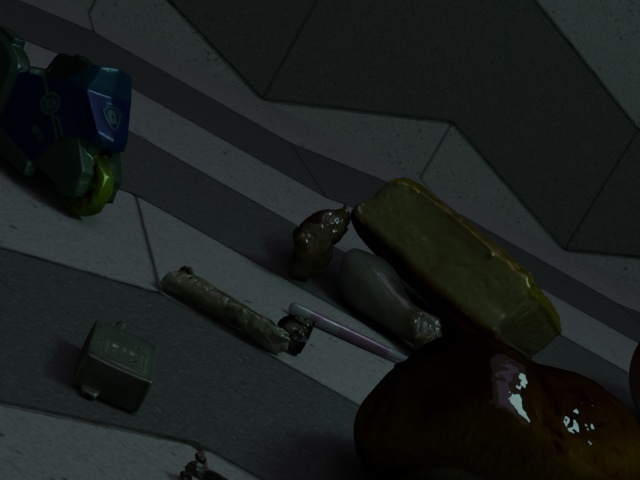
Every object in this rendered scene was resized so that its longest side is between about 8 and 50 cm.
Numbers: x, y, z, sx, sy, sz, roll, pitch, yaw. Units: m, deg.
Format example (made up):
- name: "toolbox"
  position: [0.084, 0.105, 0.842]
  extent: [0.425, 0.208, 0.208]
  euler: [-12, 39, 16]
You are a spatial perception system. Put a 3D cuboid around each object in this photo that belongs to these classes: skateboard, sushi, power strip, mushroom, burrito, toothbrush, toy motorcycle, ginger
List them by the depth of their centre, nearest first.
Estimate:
- name: "skateboard"
  position: [-0.095, 0.239, 1.283]
  extent: [0.064, 0.032, 0.083]
  euler: [36, 7, -21]
- name: "power strip"
  position: [-0.213, 0.121, 1.442]
  extent: [0.075, 0.042, 0.175]
  euler: [26, 13, -12]
- name: "mushroom"
  position: [0.174, 0.245, 1.492]
  extent: [0.345, 0.259, 0.345]
  euler: [14, -14, 3]
- name: "burrito"
  position: [-0.120, 0.091, 1.783]
  extent: [0.185, 0.041, 0.045]
  euler: [30, -29, 6]
- name: "sushi"
  position: [-0.036, 0.118, 1.844]
  extent: [0.046, 0.044, 0.083]
  euler: [30, 11, -1]
- name: "toy motorcycle"
  position: [-0.364, -0.181, 1.942]
  extent: [0.191, 0.200, 0.326]
  euler: [16, 17, -49]
- name: "toothbrush"
  position: [0.079, 0.155, 2.014]
  extent: [0.286, 0.020, 0.025]
  euler: [26, 20, -17]
- name: "mushroom"
  position: [0.111, 0.095, 2.160]
  extent: [0.225, 0.093, 0.116]
  euler: [34, -9, 42]
- name: "ginger"
  position: [0.000, 0.000, 2.217]
  extent: [0.084, 0.122, 0.290]
  euler: [56, 10, -3]

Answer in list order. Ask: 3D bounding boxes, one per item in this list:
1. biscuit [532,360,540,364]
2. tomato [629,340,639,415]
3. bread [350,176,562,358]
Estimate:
- name: "biscuit"
  position: [0.391, 0.285, 2.128]
  extent: [0.275, 0.052, 0.355]
  euler: [23, 13, -30]
- name: "tomato"
  position: [0.667, 0.265, 2.425]
  extent: [0.270, 0.227, 0.270]
  euler: [37, -6, 4]
- name: "bread"
  position: [0.232, 0.058, 2.306]
  extent: [0.323, 0.143, 0.333]
  euler: [41, 1, 25]
